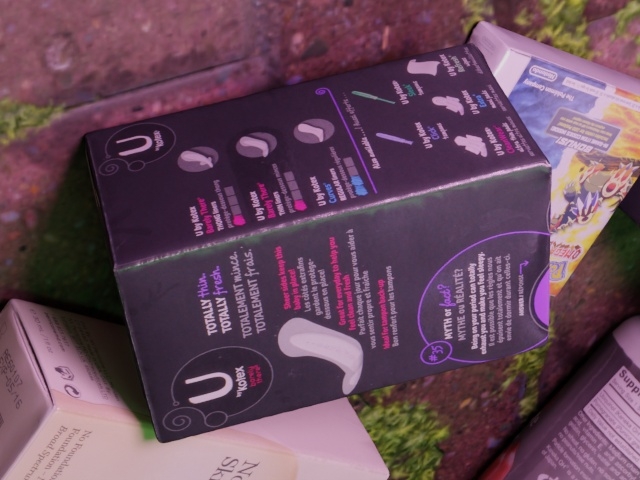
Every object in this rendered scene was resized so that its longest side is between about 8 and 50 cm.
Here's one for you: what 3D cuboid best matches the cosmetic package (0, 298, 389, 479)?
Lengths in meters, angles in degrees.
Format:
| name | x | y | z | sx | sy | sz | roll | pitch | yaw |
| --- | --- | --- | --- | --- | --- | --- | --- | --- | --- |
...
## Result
| name | x | y | z | sx | sy | sz | roll | pitch | yaw |
| --- | --- | --- | --- | --- | --- | --- | --- | --- | --- |
| cosmetic package | -0.120 | 0.162 | 1.075 | 0.309 | 0.113 | 0.160 | 18 | 118 | -40 |

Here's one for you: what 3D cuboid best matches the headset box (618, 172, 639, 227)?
| name | x | y | z | sx | sy | sz | roll | pitch | yaw |
| --- | --- | --- | --- | --- | --- | --- | --- | --- | --- |
| headset box | 0.388 | -0.052 | 1.109 | 0.131 | 0.283 | 0.246 | 10 | 120 | -39 |

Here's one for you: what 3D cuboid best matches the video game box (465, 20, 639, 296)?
| name | x | y | z | sx | sy | sz | roll | pitch | yaw |
| --- | --- | --- | --- | --- | --- | --- | --- | --- | --- |
| video game box | 0.152 | -0.054 | 1.124 | 0.205 | 0.048 | 0.187 | 12 | 121 | -39 |

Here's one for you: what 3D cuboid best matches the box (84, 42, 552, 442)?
| name | x | y | z | sx | sy | sz | roll | pitch | yaw |
| --- | --- | --- | --- | --- | --- | --- | --- | --- | --- |
| box | 0.000 | 0.000 | 0.964 | 0.270 | 0.143 | 0.165 | -14 | 132 | -8 |

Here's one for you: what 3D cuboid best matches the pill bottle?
| name | x | y | z | sx | sy | sz | roll | pitch | yaw |
| --- | --- | --- | --- | --- | --- | --- | --- | --- | --- |
| pill bottle | 0.290 | 0.179 | 1.316 | 0.318 | 0.176 | 0.176 | -49 | 136 | 12 |
